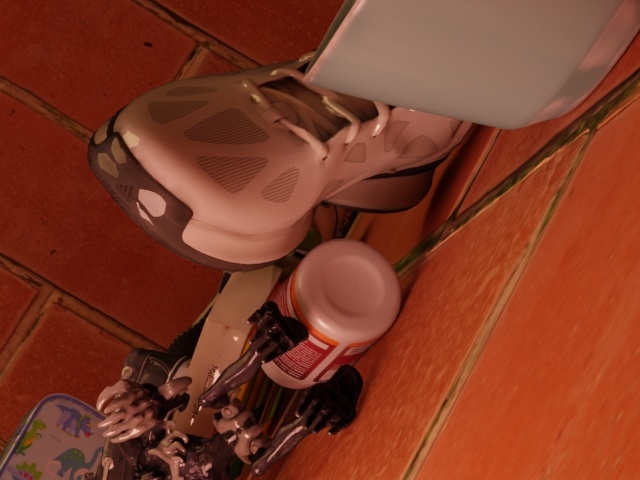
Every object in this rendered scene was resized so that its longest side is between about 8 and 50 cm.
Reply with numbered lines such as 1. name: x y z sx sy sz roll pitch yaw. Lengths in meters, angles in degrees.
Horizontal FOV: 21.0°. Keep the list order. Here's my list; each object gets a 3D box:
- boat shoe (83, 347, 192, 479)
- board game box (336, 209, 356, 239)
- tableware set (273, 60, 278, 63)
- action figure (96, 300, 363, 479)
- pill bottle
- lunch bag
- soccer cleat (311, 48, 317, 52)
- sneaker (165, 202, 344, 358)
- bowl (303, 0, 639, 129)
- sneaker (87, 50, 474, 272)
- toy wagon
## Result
1. boat shoe: -0.193 0.256 1.683 0.113 0.105 0.306 21 -96 -75
2. board game box: 0.000 0.000 2.134 0.201 0.035 0.136 -62 5 -33
3. tableware set: -0.029 -0.123 2.109 0.128 0.039 0.194 -88 -8 -80
4. action figure: -0.097 0.166 1.311 0.141 0.164 0.275 -16 -25 -52
5. pill bottle: 0.000 0.064 1.375 0.086 0.086 0.152 -61 6 -30
6. lunch bag: -0.287 0.300 2.119 0.176 0.219 0.090 -63 12 -24
7. soccer cleat: 0.072 -0.147 2.006 0.331 0.116 0.143 -142 40 -72
8. sneaker: -0.061 0.080 1.919 0.330 0.122 0.146 -57 -13 30
9. bowl: 0.136 -0.197 1.130 0.311 0.163 0.311 -59 4 7
10. sneaker: 0.021 -0.135 1.320 0.257 0.169 0.447 -50 -16 28
11. toy wagon: -0.066 0.110 1.604 0.344 0.068 0.267 -10 -59 -79
